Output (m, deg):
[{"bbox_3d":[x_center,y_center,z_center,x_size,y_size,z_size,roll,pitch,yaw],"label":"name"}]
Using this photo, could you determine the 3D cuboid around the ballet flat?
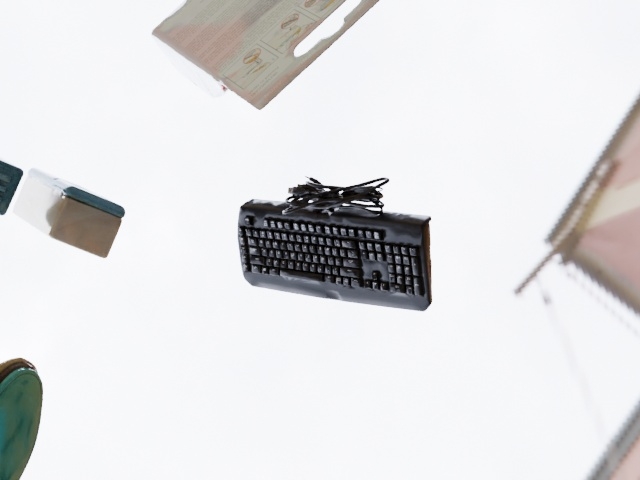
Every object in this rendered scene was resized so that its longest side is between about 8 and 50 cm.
[{"bbox_3d":[-0.258,0.184,1.108,0.080,0.073,0.232,21,-94,-55],"label":"ballet flat"}]

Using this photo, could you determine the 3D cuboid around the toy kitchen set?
[{"bbox_3d":[-0.245,-0.105,1.285,0.207,0.122,0.166,23,-89,-28],"label":"toy kitchen set"}]

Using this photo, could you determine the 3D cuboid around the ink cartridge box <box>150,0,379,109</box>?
[{"bbox_3d":[-0.025,-0.191,1.390,0.189,0.232,0.066,-44,-50,-5],"label":"ink cartridge box"}]

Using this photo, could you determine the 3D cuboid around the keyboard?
[{"bbox_3d":[0.000,0.000,1.247,0.038,0.192,0.100,-16,-74,-48],"label":"keyboard"}]
